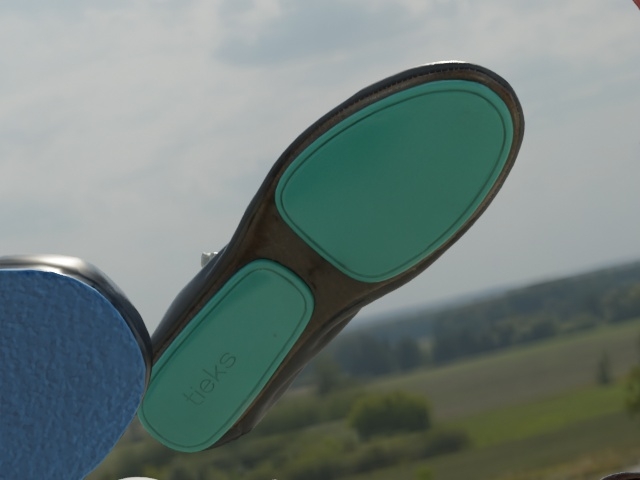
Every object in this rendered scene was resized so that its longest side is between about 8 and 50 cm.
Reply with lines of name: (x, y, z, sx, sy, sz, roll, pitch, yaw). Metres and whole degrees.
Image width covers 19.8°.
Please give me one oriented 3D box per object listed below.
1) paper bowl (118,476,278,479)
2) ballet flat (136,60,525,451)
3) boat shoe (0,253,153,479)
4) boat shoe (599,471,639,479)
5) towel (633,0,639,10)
paper bowl: (-0.107, 0.225, 0.867, 0.284, 0.148, 0.284, -43, 6, 5)
ballet flat: (0.000, 0.000, 0.711, 0.203, 0.074, 0.074, -46, -17, 21)
boat shoe: (-0.170, 0.072, 0.578, 0.258, 0.109, 0.089, -24, 5, 8)
boat shoe: (0.171, 0.117, 0.581, 0.207, 0.073, 0.073, 2, 15, 39)
towel: (0.159, -0.195, 1.004, 0.031, 0.275, 0.199, -41, 6, 1)
